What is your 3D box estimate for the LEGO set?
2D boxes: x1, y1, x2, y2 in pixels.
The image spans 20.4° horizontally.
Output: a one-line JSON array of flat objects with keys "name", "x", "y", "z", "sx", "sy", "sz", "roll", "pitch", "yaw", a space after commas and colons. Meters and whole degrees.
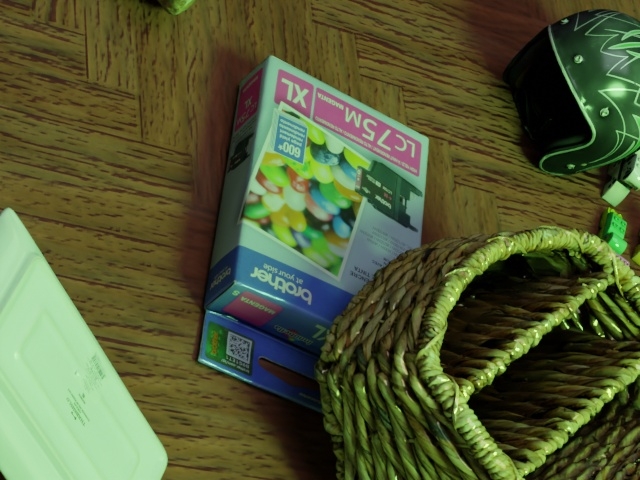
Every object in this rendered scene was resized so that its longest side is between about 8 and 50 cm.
[{"name": "LEGO set", "x": 0.336, "y": -0.005, "z": 1.805, "sx": 0.087, "sy": 0.093, "sz": 0.227, "roll": 35, "pitch": 46, "yaw": -15}]

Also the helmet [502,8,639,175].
[{"name": "helmet", "x": 0.281, "y": -0.157, "z": 1.815, "sx": 0.169, "sy": 0.161, "sz": 0.169, "roll": 20, "pitch": 52, "yaw": -27}]

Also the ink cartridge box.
[{"name": "ink cartridge box", "x": 0.000, "y": 0.000, "z": 1.567, "sx": 0.185, "sy": 0.065, "sz": 0.311, "roll": 26, "pitch": 51, "yaw": -23}]

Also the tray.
[{"name": "tray", "x": -0.181, "y": 0.120, "z": 1.269, "sx": 0.270, "sy": 0.030, "sz": 0.145, "roll": 63, "pitch": 34, "yaw": -35}]

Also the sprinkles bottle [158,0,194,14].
[{"name": "sprinkles bottle", "x": -0.233, "y": -0.351, "z": 1.577, "sx": 0.355, "sy": 0.121, "sz": 0.121, "roll": 37, "pitch": 46, "yaw": -13}]

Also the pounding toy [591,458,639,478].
[{"name": "pounding toy", "x": 0.238, "y": 0.234, "z": 1.488, "sx": 0.155, "sy": 0.154, "sz": 0.269, "roll": 50, "pitch": 28, "yaw": -6}]

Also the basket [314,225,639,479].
[{"name": "basket", "x": 0.170, "y": 0.105, "z": 1.460, "sx": 0.299, "sy": 0.223, "sz": 0.214, "roll": -28, "pitch": 112, "yaw": -47}]
